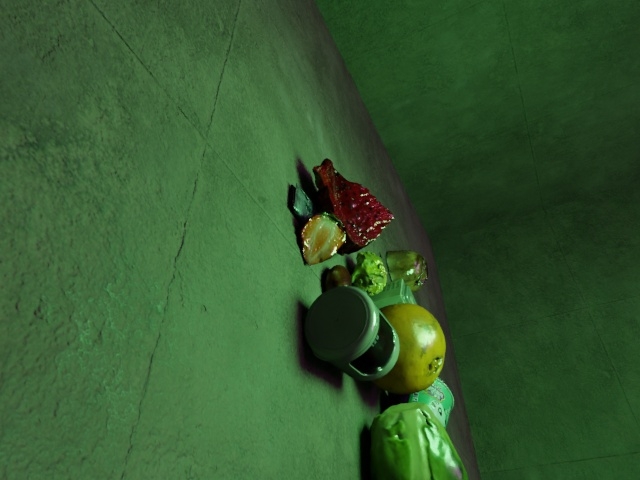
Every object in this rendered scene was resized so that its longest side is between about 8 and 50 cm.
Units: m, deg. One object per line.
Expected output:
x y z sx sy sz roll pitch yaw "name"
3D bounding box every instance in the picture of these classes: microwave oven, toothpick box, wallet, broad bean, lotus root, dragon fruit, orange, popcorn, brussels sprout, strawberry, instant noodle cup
0.308 0.301 1.940 0.241 0.193 0.145 63 19 -17 "microwave oven"
0.099 0.281 1.385 0.316 0.228 0.229 50 29 -51 "toothpick box"
-0.052 -0.094 1.546 0.166 0.030 0.111 52 30 -42 "wallet"
0.063 0.142 1.578 0.165 0.084 0.114 -37 124 -77 "broad bean"
0.472 0.161 2.551 0.272 0.191 0.273 -10 90 -71 "lotus root"
0.037 -0.087 1.675 0.329 0.286 0.228 47 56 -5 "dragon fruit"
0.273 0.363 1.624 0.312 0.311 0.312 54 26 -42 "orange"
0.189 0.121 1.837 0.173 0.142 0.174 -12 90 -72 "popcorn"
0.293 0.685 1.424 0.314 0.275 0.372 -17 88 -74 "brussels sprout"
0.000 0.000 1.491 0.187 0.146 0.082 -64 -173 -19 "strawberry"
0.342 0.623 1.697 0.251 0.251 0.190 64 29 -21 "instant noodle cup"
